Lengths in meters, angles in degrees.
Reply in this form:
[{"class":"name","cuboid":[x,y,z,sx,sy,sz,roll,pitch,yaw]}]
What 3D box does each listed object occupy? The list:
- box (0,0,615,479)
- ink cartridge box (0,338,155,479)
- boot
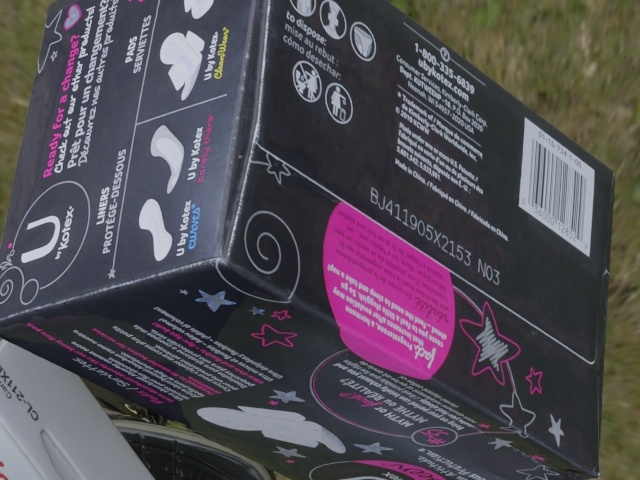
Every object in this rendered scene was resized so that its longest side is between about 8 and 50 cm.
[{"class":"box","cuboid":[0.000,0.000,0.865,0.142,0.247,0.163,-15,56,38]},{"class":"ink cartridge box","cuboid":[-0.178,0.128,0.950,0.175,0.072,0.127,-26,107,26]},{"class":"boot","cuboid":[-0.111,0.118,1.228,0.236,0.178,0.085,1,109,22]}]
